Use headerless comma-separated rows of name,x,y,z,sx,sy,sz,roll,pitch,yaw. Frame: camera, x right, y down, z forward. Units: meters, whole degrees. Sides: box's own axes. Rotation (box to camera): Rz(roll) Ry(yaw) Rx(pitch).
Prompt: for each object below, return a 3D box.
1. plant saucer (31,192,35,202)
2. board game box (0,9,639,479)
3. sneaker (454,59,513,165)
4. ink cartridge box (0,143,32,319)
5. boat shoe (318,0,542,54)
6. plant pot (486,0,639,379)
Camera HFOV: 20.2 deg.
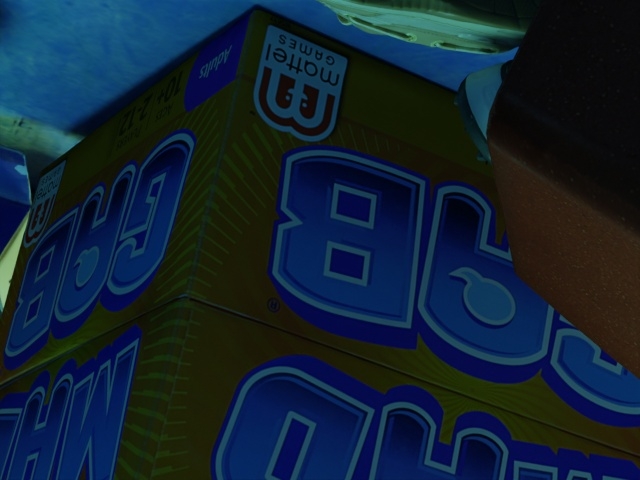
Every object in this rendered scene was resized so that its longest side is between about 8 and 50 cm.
plant saucer,-0.379,0.015,1.532,0.259,0.047,0.259,-3,168,-16
board game box,-0.002,0.126,1.150,0.356,0.356,0.356,21,158,-23
sneaker,0.171,-0.064,0.903,0.106,0.078,0.234,-34,155,29
ink cartridge box,-0.283,0.059,1.390,0.165,0.065,0.332,16,133,25
boat shoe,0.031,-0.123,0.856,0.170,0.063,0.059,16,158,-11
plant pot,0.209,-0.047,0.670,0.236,0.267,0.267,24,167,17
